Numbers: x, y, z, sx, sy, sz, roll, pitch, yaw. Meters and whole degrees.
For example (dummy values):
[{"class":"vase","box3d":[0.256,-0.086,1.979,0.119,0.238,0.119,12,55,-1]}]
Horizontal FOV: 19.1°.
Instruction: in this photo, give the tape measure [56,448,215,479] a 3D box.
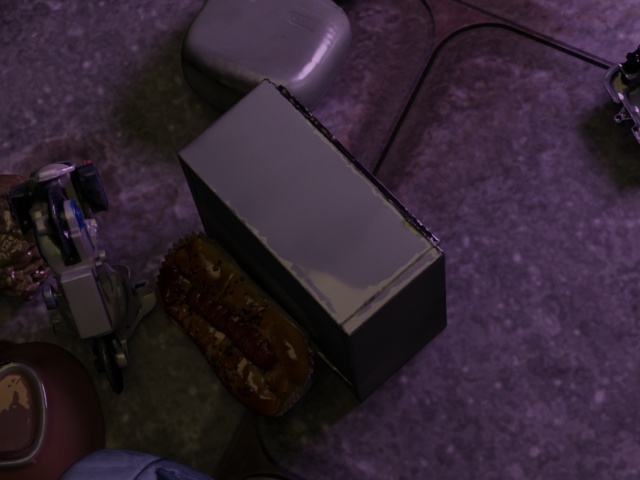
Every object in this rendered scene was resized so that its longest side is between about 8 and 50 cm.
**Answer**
[{"class":"tape measure","box3d":[-0.178,0.310,1.592,0.147,0.256,0.275,16,50,13]}]

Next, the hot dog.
[{"class":"hot dog","box3d":[-0.079,0.080,1.758,0.191,0.059,0.108,46,122,21]}]

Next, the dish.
[{"class":"dish","box3d":[-0.305,0.175,1.738,0.213,0.090,0.213,-1,72,4]}]

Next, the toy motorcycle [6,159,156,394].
[{"class":"toy motorcycle","box3d":[-0.217,0.024,1.743,0.102,0.221,0.150,-15,26,2]}]

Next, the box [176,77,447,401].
[{"class":"box","box3d":[0.000,0.000,1.704,0.117,0.225,0.225,-41,73,-10]}]

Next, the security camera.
[{"class":"security camera","box3d":[-0.017,-0.246,1.872,0.157,0.080,0.301,24,65,14]}]

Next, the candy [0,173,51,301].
[{"class":"candy","box3d":[-0.292,-0.002,1.809,0.095,0.085,0.110,36,88,23]}]

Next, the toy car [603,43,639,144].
[{"class":"toy car","box3d":[0.367,-0.156,1.806,0.191,0.100,0.097,-33,71,14]}]
